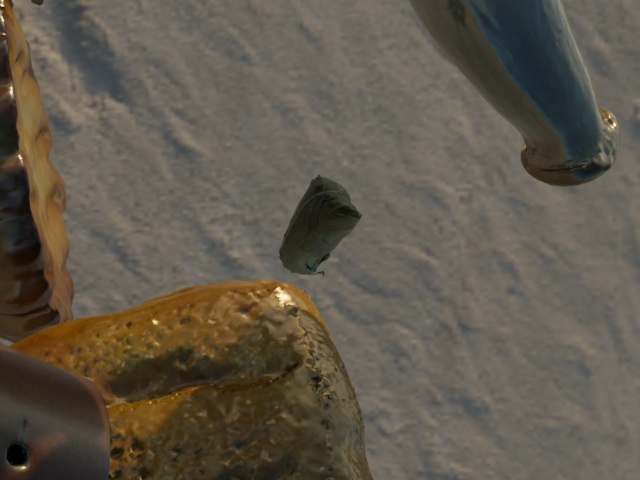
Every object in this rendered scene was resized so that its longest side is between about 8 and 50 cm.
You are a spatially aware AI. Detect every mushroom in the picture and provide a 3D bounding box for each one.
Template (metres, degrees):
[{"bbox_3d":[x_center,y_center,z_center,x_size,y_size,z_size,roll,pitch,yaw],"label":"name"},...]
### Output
[{"bbox_3d":[0.202,-0.234,1.586,0.407,0.154,0.137,60,6,-26],"label":"mushroom"}]

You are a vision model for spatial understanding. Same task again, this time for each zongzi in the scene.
[{"bbox_3d":[0.000,0.000,1.465,0.055,0.119,0.109,22,104,-21],"label":"zongzi"}]

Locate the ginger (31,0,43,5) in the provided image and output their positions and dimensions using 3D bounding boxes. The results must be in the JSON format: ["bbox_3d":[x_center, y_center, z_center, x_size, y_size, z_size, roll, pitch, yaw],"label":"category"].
[{"bbox_3d":[-0.282,-0.436,1.455,0.274,0.152,0.357,29,107,-23],"label":"ginger"}]

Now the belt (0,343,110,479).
[{"bbox_3d":[-0.251,0.202,0.768,0.122,0.217,0.339,28,100,-31],"label":"belt"}]

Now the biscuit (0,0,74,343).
[{"bbox_3d":[-0.288,-0.060,1.264,0.107,0.326,0.326,-9,97,-8],"label":"biscuit"}]

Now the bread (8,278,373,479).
[{"bbox_3d":[-0.122,0.191,1.070,0.148,0.328,0.337,91,-15,-55],"label":"bread"}]
